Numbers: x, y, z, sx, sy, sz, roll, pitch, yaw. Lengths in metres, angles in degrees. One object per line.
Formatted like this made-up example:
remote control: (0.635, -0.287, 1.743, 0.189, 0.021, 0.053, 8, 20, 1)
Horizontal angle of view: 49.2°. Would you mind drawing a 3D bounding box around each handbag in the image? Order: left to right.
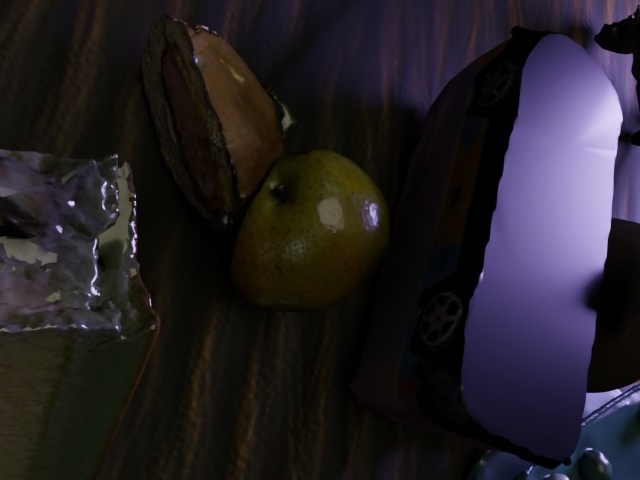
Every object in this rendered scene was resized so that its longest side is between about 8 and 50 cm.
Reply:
handbag: (0.300, 0.302, 0.722, 0.269, 0.100, 0.274, -19, 90, -35)

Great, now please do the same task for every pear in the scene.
pear: (0.000, 0.000, 0.560, 0.104, 0.141, 0.141, 22, 63, 15)

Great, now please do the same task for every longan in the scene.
longan: (0.286, 0.064, 0.705, 0.159, 0.204, 0.185, 28, 75, 6)

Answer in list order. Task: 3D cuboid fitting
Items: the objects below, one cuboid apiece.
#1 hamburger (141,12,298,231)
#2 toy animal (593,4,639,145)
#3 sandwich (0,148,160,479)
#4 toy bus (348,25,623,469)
hamburger: (-0.079, -0.094, 0.578, 0.102, 0.087, 0.176, -11, 75, -50)
toy animal: (0.464, -0.193, 0.892, 0.106, 0.168, 0.343, -36, 88, -31)
sandwich: (-0.192, 0.072, 0.396, 0.155, 0.198, 0.227, 1, 80, -33)
toy bus: (0.153, -0.004, 0.652, 0.171, 0.162, 0.386, 28, 67, -27)
